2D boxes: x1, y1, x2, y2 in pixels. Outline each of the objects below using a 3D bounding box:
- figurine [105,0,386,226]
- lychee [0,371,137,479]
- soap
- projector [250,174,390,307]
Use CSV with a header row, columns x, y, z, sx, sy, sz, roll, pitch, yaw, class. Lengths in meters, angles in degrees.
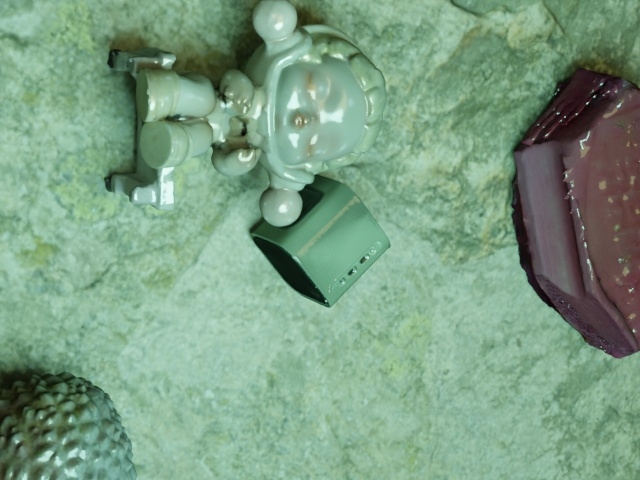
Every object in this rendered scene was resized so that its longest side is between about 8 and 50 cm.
x,y,z,sx,sy,sz,roll,pitch,yaw,class
-0.049,-0.104,1.300,0.256,0.144,0.182,-6,84,-27,figurine
-0.232,0.202,1.239,0.165,0.165,0.197,47,57,-30,lychee
0.291,-0.030,1.524,0.182,0.112,0.289,-21,110,-28,soap
0.000,0.000,1.372,0.082,0.083,0.083,-45,119,-14,projector
